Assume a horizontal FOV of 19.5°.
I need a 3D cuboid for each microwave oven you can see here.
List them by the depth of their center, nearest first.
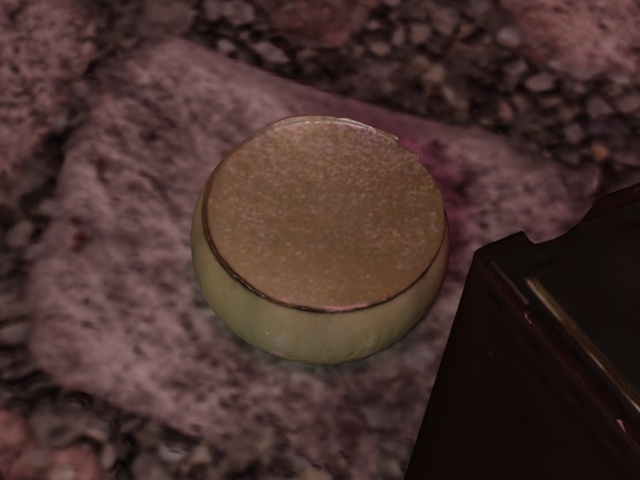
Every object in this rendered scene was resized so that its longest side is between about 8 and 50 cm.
[{"bbox_3d":[0.173,0.111,0.727,0.178,0.188,0.247,-23,55,-25],"label":"microwave oven"}]

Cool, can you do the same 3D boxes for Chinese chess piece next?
[{"bbox_3d":[0.000,0.000,0.873,0.122,0.051,0.122,2,53,-3],"label":"Chinese chess piece"}]
